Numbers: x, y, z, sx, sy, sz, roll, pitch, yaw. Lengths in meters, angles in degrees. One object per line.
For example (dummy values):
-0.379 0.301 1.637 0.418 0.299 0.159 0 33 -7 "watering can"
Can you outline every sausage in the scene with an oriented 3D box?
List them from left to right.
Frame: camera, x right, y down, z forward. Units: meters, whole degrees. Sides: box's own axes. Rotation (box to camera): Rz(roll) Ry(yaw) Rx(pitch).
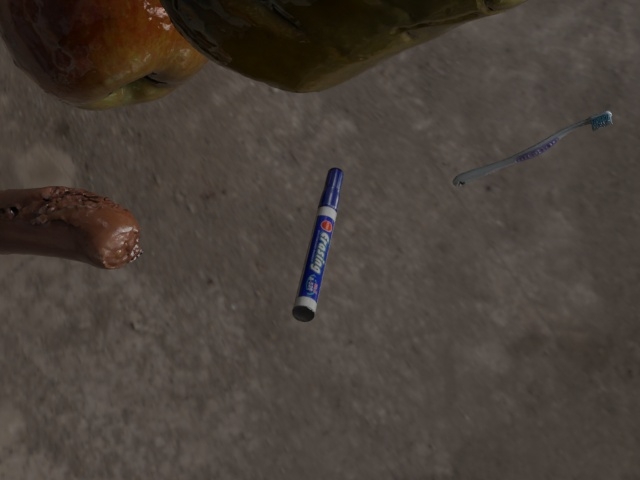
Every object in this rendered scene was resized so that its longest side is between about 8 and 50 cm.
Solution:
-0.293 -0.022 1.290 0.078 0.304 0.078 -16 109 -54 "sausage"

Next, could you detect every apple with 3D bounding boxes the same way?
-0.234 -0.267 1.529 0.277 0.309 0.250 -3 106 1 "apple"

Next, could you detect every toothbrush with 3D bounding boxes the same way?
0.160 -0.069 1.026 0.131 0.013 0.011 -23 139 21 "toothbrush"

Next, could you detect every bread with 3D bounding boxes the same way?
-0.022 -0.276 1.129 0.341 0.210 0.300 -16 97 34 "bread"

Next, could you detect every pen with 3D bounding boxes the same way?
0.000 0.000 1.462 0.025 0.204 0.025 8 141 6 "pen"
